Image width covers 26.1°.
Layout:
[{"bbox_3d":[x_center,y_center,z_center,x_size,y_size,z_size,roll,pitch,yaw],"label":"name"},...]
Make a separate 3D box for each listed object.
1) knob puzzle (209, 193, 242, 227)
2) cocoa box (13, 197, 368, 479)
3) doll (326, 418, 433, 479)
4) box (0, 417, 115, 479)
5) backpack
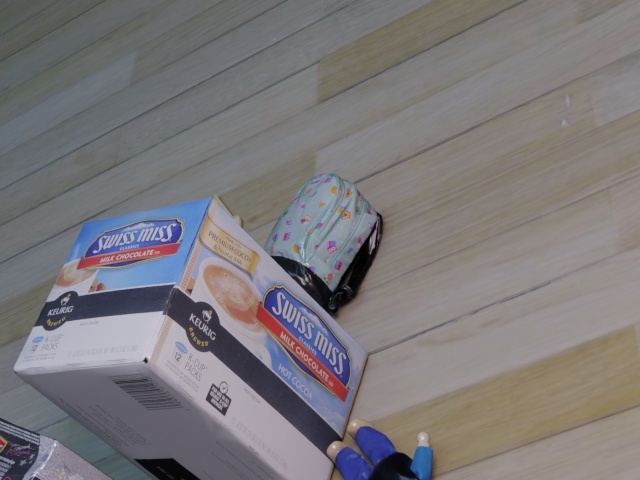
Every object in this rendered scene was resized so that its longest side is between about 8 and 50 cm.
[{"bbox_3d":[-0.199,0.024,2.123,0.213,0.030,0.213,-25,40,24],"label":"knob puzzle"},{"bbox_3d":[-0.145,0.148,1.681,0.231,0.347,0.228,-9,48,38],"label":"cocoa box"},{"bbox_3d":[0.082,0.272,1.597,0.129,0.046,0.189,-47,36,-3],"label":"doll"},{"bbox_3d":[-0.324,0.352,1.735,0.163,0.247,0.142,9,63,48],"label":"box"},{"bbox_3d":[0.000,0.000,1.886,0.152,0.115,0.182,9,58,51],"label":"backpack"}]
